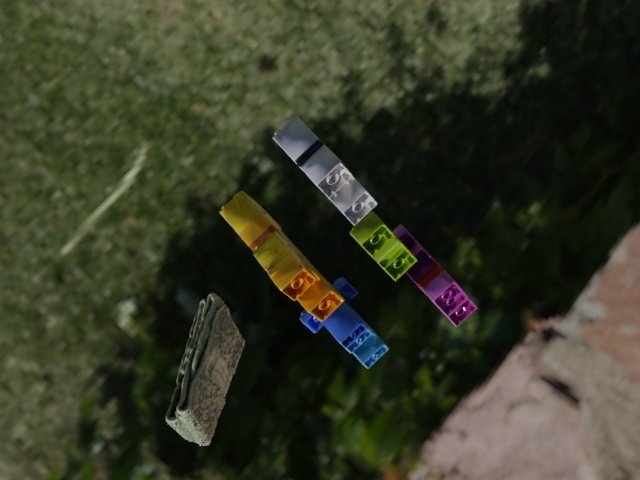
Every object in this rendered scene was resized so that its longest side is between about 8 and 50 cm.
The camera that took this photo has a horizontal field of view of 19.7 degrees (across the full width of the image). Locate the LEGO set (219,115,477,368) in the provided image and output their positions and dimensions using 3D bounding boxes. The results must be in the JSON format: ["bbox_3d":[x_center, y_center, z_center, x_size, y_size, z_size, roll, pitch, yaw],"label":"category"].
[{"bbox_3d":[0.000,0.000,1.113,0.093,0.087,0.227,48,-179,33],"label":"LEGO set"}]

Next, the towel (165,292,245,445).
[{"bbox_3d":[-0.091,0.109,1.484,0.027,0.110,0.148,15,166,7],"label":"towel"}]
